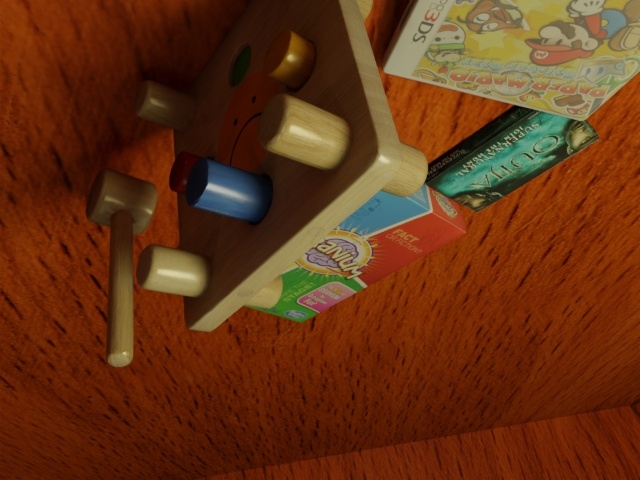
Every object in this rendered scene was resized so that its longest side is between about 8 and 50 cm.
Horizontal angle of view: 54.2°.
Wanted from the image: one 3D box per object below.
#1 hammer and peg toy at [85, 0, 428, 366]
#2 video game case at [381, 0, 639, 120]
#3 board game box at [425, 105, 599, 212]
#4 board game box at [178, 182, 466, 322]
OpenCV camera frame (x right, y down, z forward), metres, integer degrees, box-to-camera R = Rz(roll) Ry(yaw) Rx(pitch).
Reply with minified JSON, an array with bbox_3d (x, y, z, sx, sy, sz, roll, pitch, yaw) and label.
[{"bbox_3d":[-0.080,-0.056,0.543,0.127,0.266,0.361,15,140,-36],"label":"hammer and peg toy"},{"bbox_3d":[0.192,-0.192,0.554,0.227,0.026,0.206,11,156,-9],"label":"video game case"},{"bbox_3d":[0.238,-0.108,0.792,0.126,0.026,0.186,21,137,-41],"label":"board game box"},{"bbox_3d":[0.000,0.000,0.854,0.316,0.064,0.242,-32,143,31],"label":"board game box"}]
